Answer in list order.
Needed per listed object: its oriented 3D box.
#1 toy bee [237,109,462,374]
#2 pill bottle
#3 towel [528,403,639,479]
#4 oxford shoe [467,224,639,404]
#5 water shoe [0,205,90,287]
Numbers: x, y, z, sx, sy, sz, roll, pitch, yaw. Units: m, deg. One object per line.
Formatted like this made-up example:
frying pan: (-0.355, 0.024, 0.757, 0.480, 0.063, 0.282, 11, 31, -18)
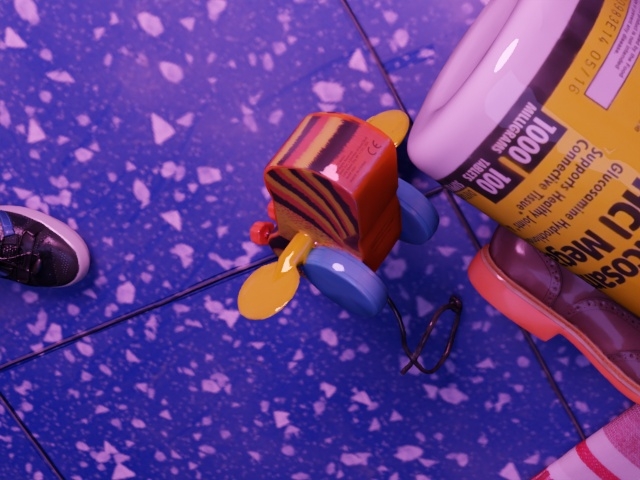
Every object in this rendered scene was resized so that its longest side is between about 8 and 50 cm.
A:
toy bee: (0.000, 0.000, 1.038, 0.162, 0.195, 0.298, 25, 137, 27)
pill bottle: (0.245, -0.045, 0.939, 0.334, 0.188, 0.188, 33, 121, -7)
towel: (0.266, 0.308, 1.207, 0.237, 0.037, 0.329, 44, 119, -3)
oxford shoe: (0.256, 0.060, 1.054, 0.271, 0.097, 0.098, 30, 115, -5)
water shoe: (-0.305, 0.007, 1.154, 0.203, 0.080, 0.073, 18, 122, 3)
